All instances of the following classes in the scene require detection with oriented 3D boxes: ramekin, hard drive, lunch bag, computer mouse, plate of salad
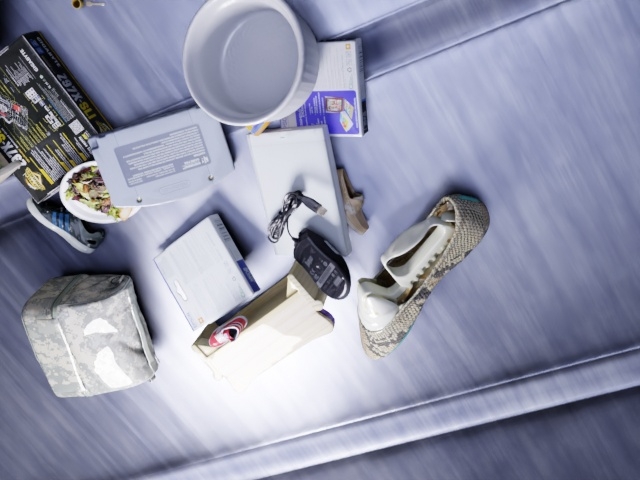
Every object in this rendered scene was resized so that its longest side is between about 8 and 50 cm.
[{"bbox_3d":[-0.137,-0.376,1.394,0.277,0.135,0.277,2,97,21],"label":"ramekin"},{"bbox_3d":[-0.048,-0.110,1.555,0.203,0.040,0.308,0,114,29],"label":"hard drive"},{"bbox_3d":[-0.571,0.241,1.714,0.256,0.212,0.305,-5,113,11],"label":"lunch bag"},{"bbox_3d":[0.000,0.000,1.524,0.262,0.060,0.184,43,132,18],"label":"computer mouse"},{"bbox_3d":[-0.524,-0.109,1.609,0.199,0.048,0.200,-9,137,-9],"label":"plate of salad"}]

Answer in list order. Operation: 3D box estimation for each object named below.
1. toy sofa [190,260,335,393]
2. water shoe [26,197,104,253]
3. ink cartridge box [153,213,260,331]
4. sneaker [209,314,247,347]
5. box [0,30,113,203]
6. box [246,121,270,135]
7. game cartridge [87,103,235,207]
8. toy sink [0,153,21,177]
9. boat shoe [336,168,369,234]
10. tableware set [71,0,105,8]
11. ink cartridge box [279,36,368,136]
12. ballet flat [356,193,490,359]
[{"bbox_3d":[-0.130,0.210,1.672,0.362,0.150,0.177,-37,100,20],"label":"toy sofa"},{"bbox_3d":[-0.641,-0.054,1.686,0.203,0.073,0.080,41,93,-16],"label":"water shoe"},{"bbox_3d":[-0.285,0.083,1.654,0.224,0.045,0.223,-32,85,29],"label":"ink cartridge box"},{"bbox_3d":[-0.228,0.227,1.579,0.118,0.067,0.042,-39,98,20],"label":"sneaker"},{"bbox_3d":[-0.670,-0.286,1.578,0.257,0.079,0.322,-30,106,21],"label":"box"},{"bbox_3d":[-0.127,-0.309,1.486,0.081,0.028,0.136,48,112,10],"label":"box"},{"bbox_3d":[-0.361,-0.190,1.548,0.297,0.062,0.198,-17,115,-4],"label":"game cartridge"},{"bbox_3d":[-0.835,-0.166,1.558,0.234,0.153,0.131,-15,114,48],"label":"toy sink"},{"bbox_3d":[0.073,-0.092,1.564,0.059,0.063,0.170,-27,106,24],"label":"boat shoe"},{"bbox_3d":[-0.534,-0.589,1.458,0.104,0.024,0.154,2,114,8],"label":"tableware set"},{"bbox_3d":[-0.002,-0.335,1.468,0.208,0.045,0.206,5,114,26],"label":"ink cartridge box"},{"bbox_3d":[0.193,0.079,1.557,0.182,0.164,0.483,16,119,-41],"label":"ballet flat"}]
